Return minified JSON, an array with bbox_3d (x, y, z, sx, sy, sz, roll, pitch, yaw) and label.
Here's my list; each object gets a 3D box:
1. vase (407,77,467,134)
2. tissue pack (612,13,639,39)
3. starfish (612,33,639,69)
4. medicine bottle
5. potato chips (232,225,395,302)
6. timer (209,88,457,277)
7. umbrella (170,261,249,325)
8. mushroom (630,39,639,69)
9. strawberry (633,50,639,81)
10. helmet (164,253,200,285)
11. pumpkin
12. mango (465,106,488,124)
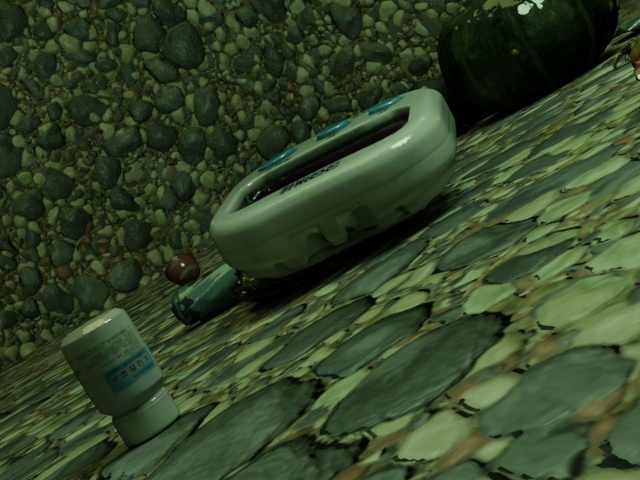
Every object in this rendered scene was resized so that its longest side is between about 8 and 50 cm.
[{"bbox_3d":[0.176,-0.205,1.703,0.183,0.120,0.120,-44,5,3],"label":"vase"},{"bbox_3d":[0.595,-0.402,1.640,0.193,0.026,0.122,-29,5,8],"label":"tissue pack"},{"bbox_3d":[0.421,-0.257,1.239,0.091,0.028,0.078,-34,7,14],"label":"starfish"},{"bbox_3d":[-0.139,0.096,0.662,0.052,0.089,0.052,-29,6,3],"label":"medicine bottle"},{"bbox_3d":[0.002,0.004,1.022,0.220,0.029,0.202,-31,12,-9],"label":"potato chips"},{"bbox_3d":[0.018,-0.058,0.970,0.262,0.087,0.237,-25,17,16],"label":"timer"},{"bbox_3d":[-0.066,0.026,1.135,0.250,0.052,0.053,-31,-28,-2],"label":"umbrella"},{"bbox_3d":[0.297,-0.168,0.785,0.088,0.073,0.129,-1,-10,35],"label":"mushroom"},{"bbox_3d":[0.341,-0.181,0.638,0.236,0.106,0.175,-22,46,62],"label":"strawberry"},{"bbox_3d":[-0.259,0.063,1.842,0.065,0.049,0.084,-60,-28,8],"label":"helmet"},{"bbox_3d":[0.331,-0.342,1.542,0.300,0.207,0.300,-29,5,3],"label":"pumpkin"},{"bbox_3d":[0.315,-0.290,1.764,0.227,0.099,0.136,-38,3,17],"label":"mango"}]
